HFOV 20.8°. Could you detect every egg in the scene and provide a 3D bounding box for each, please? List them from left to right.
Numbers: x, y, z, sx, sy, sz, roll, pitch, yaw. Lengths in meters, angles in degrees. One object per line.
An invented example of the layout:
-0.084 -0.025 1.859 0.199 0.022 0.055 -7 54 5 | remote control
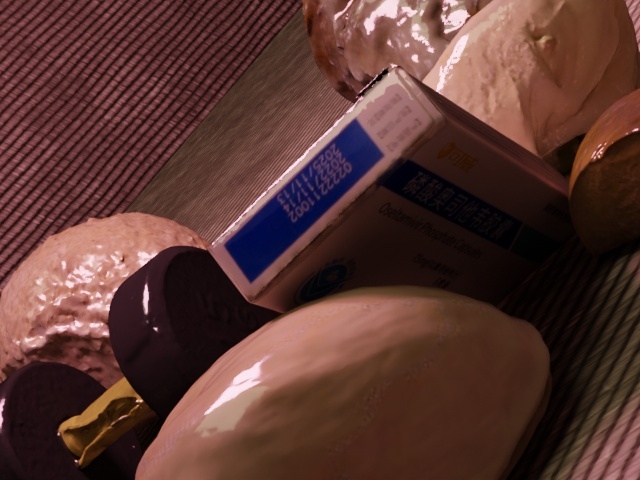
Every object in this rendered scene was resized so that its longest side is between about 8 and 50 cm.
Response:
-0.251 0.101 2.081 0.310 0.279 0.279 -38 13 21 | egg

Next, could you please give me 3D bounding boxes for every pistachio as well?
0.018 0.145 1.233 0.331 0.208 0.226 -34 54 -16 | pistachio

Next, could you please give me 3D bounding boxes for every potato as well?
0.285 -0.081 1.355 0.138 0.098 0.243 -50 14 -34 | potato

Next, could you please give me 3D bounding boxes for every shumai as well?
0.149 -0.267 2.013 0.309 0.304 0.263 -39 24 -2 | shumai

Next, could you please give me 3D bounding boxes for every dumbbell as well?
-0.202 0.168 1.832 0.322 0.204 0.204 -37 14 30 | dumbbell

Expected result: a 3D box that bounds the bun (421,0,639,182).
0.192 -0.111 1.589 0.259 0.160 0.259 -37 -17 -13 | bun

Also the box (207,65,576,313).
0.077 -0.009 1.381 0.200 0.065 0.343 -43 -26 14 | box

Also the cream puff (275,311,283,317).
-0.036 0.048 1.931 0.094 0.122 0.116 -56 -16 -31 | cream puff
